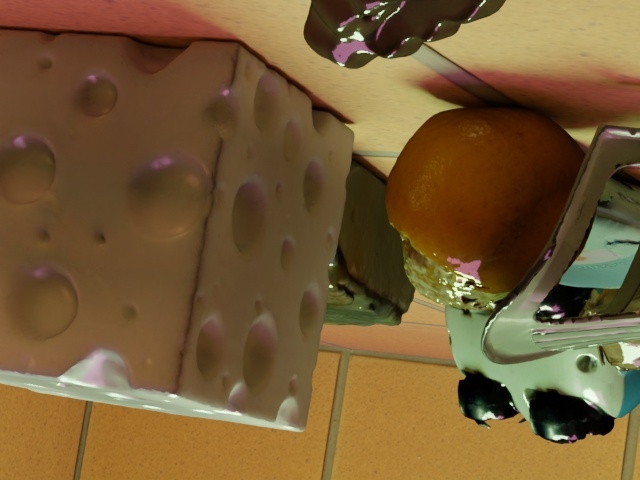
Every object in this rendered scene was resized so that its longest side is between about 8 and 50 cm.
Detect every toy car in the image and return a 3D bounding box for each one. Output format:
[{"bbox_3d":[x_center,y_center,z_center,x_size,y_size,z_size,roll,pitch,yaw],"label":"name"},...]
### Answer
[{"bbox_3d":[0.247,0.091,1.741,0.190,0.189,0.255,-19,-167,-33],"label":"toy car"}]

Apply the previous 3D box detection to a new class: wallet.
[{"bbox_3d":[0.203,-0.014,1.388,0.250,0.075,0.176,17,166,-41],"label":"wallet"}]

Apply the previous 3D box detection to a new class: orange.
[{"bbox_3d":[0.115,-0.024,1.172,0.156,0.156,0.134,20,-152,-55],"label":"orange"}]

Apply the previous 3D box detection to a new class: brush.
[{"bbox_3d":[0.084,-0.135,0.644,0.071,0.084,0.301,14,165,-28],"label":"brush"}]

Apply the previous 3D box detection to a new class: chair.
[{"bbox_3d":[0.260,0.017,1.105,0.274,0.191,0.203,12,174,27],"label":"chair"}]

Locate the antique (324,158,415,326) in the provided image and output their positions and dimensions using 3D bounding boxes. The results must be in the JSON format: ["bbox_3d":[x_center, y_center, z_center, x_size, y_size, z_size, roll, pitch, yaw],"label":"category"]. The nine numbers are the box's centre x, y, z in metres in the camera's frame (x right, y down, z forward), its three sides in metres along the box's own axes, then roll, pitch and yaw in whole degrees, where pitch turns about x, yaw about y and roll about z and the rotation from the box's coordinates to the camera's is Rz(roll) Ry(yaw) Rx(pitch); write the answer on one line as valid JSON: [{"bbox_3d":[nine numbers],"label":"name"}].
[{"bbox_3d":[0.000,0.000,1.519,0.150,0.125,0.284,3,171,10],"label":"antique"}]

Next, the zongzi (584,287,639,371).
[{"bbox_3d":[0.350,0.027,1.543,0.194,0.099,0.197,-22,-165,35],"label":"zongzi"}]

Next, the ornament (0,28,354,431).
[{"bbox_3d":[-0.139,-0.003,1.231,0.239,0.239,0.240,6,172,21],"label":"ornament"}]
